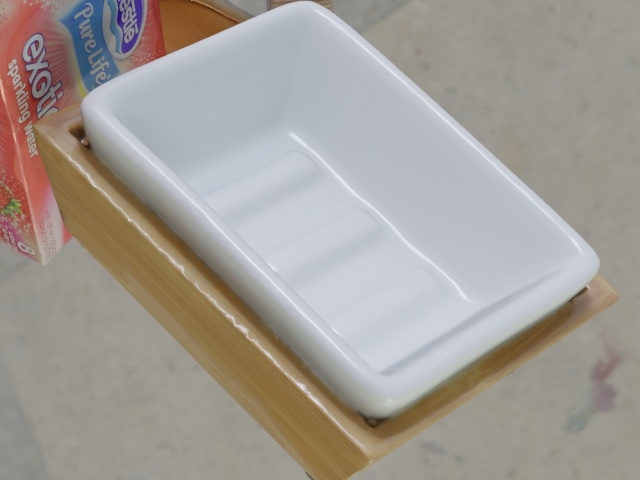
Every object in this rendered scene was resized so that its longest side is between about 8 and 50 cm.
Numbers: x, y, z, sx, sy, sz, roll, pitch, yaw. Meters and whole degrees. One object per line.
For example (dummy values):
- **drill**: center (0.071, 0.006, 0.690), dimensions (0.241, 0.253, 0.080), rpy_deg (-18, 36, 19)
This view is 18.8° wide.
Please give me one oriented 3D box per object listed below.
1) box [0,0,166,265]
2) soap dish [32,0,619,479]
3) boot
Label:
- **box**: center (-0.199, -0.149, 1.213), dimensions (0.142, 0.154, 0.300), rpy_deg (28, 148, 21)
- **soap dish**: center (0.000, 0.000, 1.165), dimensions (0.291, 0.229, 0.118), rpy_deg (43, 138, 21)
- **boot**: center (-0.080, -0.111, 1.381), dimensions (0.197, 0.073, 0.152), rpy_deg (-2, 103, 6)
